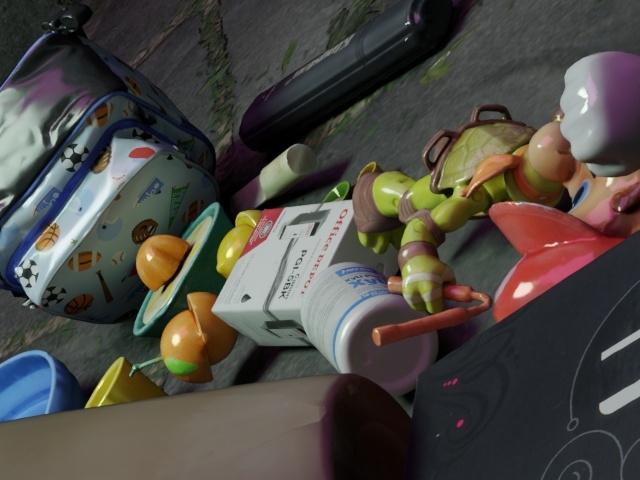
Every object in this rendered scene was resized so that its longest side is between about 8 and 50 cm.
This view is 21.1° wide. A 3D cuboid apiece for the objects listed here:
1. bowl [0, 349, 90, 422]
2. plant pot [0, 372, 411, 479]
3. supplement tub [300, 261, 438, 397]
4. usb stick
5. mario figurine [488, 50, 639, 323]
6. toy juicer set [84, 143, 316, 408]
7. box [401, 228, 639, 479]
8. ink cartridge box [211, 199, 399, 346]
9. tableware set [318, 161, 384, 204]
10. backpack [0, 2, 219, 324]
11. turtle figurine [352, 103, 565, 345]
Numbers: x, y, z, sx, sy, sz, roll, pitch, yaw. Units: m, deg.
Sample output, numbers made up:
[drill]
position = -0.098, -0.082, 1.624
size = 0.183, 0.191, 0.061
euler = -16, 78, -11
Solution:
[bowl]
position = -0.336, 0.279, 1.554
size = 0.391, 0.077, 0.391
euler = -43, 21, 21
[plant pot]
position = -0.070, 0.206, 0.858
size = 0.280, 0.323, 0.323
euler = -24, 29, 17
[supplement tub]
position = 0.032, 0.059, 1.162
size = 0.071, 0.071, 0.107
euler = -51, 21, 1
[usb stick]
position = 0.020, -0.157, 1.593
size = 0.278, 0.045, 0.077
euler = -28, 31, 47
[mario figurine]
position = 0.193, -0.078, 0.894
size = 0.320, 0.198, 0.170
euler = -49, 33, -5
[toy juicer set]
position = -0.098, 0.009, 1.459
size = 0.209, 0.089, 0.329
euler = -45, 16, 45
[box]
position = 0.170, 0.088, 0.716
size = 0.270, 0.143, 0.165
euler = -38, 23, 33
[ink cartridge box]
position = -0.008, 0.025, 1.297
size = 0.135, 0.056, 0.099
euler = -6, 52, 55
[tableware set]
position = 0.000, 0.000, 1.398
size = 0.154, 0.024, 0.104
euler = -51, 20, -2
[backpack]
position = -0.216, -0.049, 1.632
size = 0.276, 0.213, 0.263
euler = -47, -18, 10
[turtle figurine]
position = 0.095, -0.033, 1.111
size = 0.269, 0.087, 0.217
euler = -42, 13, -17
